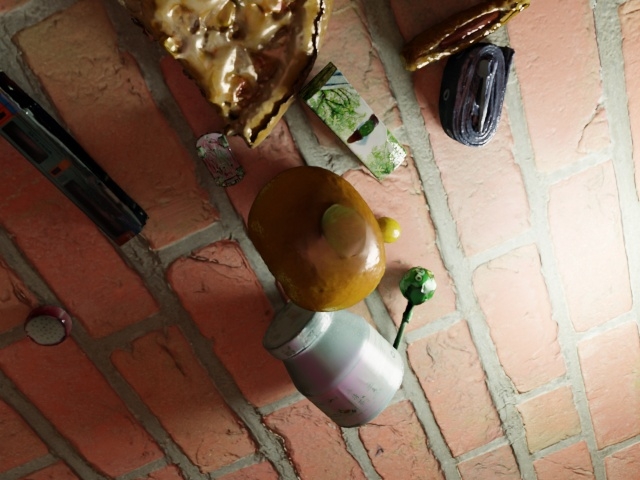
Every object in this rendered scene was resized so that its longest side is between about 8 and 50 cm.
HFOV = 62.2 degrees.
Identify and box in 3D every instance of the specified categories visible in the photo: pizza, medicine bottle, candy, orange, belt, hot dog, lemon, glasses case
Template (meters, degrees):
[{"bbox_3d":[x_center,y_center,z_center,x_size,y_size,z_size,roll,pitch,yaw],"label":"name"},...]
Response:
[{"bbox_3d":[-0.121,-0.427,0.991,0.392,0.080,0.435,-36,131,7],"label":"pizza"},{"bbox_3d":[0.025,0.278,1.309,0.245,0.245,0.290,-42,107,11],"label":"medicine bottle"},{"bbox_3d":[0.227,0.207,1.411,0.097,0.097,0.323,4,123,-12],"label":"candy"},{"bbox_3d":[0.001,-0.001,1.154,0.263,0.196,0.334,-30,102,-9],"label":"orange"},{"bbox_3d":[0.331,-0.310,1.139,0.122,0.128,0.217,0,114,-10],"label":"belt"},{"bbox_3d":[0.295,-0.440,1.097,0.289,0.083,0.068,-29,123,2],"label":"hot dog"},{"bbox_3d":[0.159,-0.026,1.282,0.083,0.062,0.062,24,109,-20],"label":"lemon"},{"bbox_3d":[-0.644,0.202,1.256,0.103,0.043,0.103,-4,116,-9],"label":"candy"},{"bbox_3d":[0.077,-0.244,1.130,0.095,0.062,0.272,-42,129,11],"label":"glasses case"}]

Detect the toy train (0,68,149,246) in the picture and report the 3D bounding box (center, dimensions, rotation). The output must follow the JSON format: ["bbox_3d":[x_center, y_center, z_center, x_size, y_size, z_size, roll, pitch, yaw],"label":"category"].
[{"bbox_3d":[-0.525,-0.158,1.080,0.089,0.086,0.409,-35,116,10],"label":"toy train"}]

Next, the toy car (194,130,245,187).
[{"bbox_3d":[-0.217,-0.177,1.146,0.069,0.055,0.142,-24,131,2],"label":"toy car"}]
